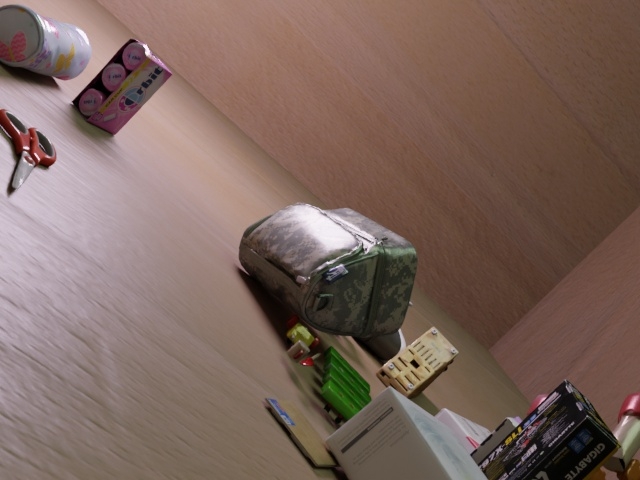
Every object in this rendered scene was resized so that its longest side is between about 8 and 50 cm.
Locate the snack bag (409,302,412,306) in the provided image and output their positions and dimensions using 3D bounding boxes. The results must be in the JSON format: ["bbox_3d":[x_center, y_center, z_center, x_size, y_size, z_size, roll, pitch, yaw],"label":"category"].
[{"bbox_3d":[0.055,0.059,2.653,0.342,0.037,0.323,28,-6,40],"label":"snack bag"}]

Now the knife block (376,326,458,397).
[{"bbox_3d":[0.216,0.325,2.349,0.275,0.242,0.088,-33,71,-36],"label":"knife block"}]

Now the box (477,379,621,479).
[{"bbox_3d":[0.337,0.392,1.631,0.079,0.322,0.257,44,7,3],"label":"box"}]

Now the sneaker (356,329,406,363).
[{"bbox_3d":[0.111,0.171,2.437,0.147,0.104,0.296,46,10,-34],"label":"sneaker"}]

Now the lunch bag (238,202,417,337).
[{"bbox_3d":[0.006,0.059,1.941,0.256,0.213,0.305,-2,22,-34],"label":"lunch bag"}]

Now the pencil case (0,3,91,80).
[{"bbox_3d":[-0.537,-0.379,1.884,0.124,0.113,0.273,36,7,1],"label":"pencil case"}]

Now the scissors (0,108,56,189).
[{"bbox_3d":[-0.419,-0.115,1.437,0.109,0.021,0.297,42,6,-35],"label":"scissors"}]

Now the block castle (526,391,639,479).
[{"bbox_3d":[0.587,0.512,1.918,0.303,0.213,0.453,-11,-69,49],"label":"block castle"}]

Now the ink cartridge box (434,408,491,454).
[{"bbox_3d":[0.318,0.458,2.022,0.172,0.100,0.237,50,10,35],"label":"ink cartridge box"}]

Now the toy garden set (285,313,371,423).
[{"bbox_3d":[0.005,0.239,1.731,0.204,0.049,0.244,46,8,-6],"label":"toy garden set"}]

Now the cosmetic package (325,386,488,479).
[{"bbox_3d":[0.159,0.370,1.460,0.224,0.138,0.225,40,12,-48],"label":"cosmetic package"}]

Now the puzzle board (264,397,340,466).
[{"bbox_3d":[-0.026,0.284,1.447,0.128,0.011,0.096,48,9,25],"label":"puzzle board"}]

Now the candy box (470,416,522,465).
[{"bbox_3d":[0.344,0.451,1.811,0.165,0.196,0.070,49,17,26],"label":"candy box"}]

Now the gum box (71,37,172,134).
[{"bbox_3d":[-0.397,-0.312,1.986,0.062,0.188,0.107,47,7,21],"label":"gum box"}]
